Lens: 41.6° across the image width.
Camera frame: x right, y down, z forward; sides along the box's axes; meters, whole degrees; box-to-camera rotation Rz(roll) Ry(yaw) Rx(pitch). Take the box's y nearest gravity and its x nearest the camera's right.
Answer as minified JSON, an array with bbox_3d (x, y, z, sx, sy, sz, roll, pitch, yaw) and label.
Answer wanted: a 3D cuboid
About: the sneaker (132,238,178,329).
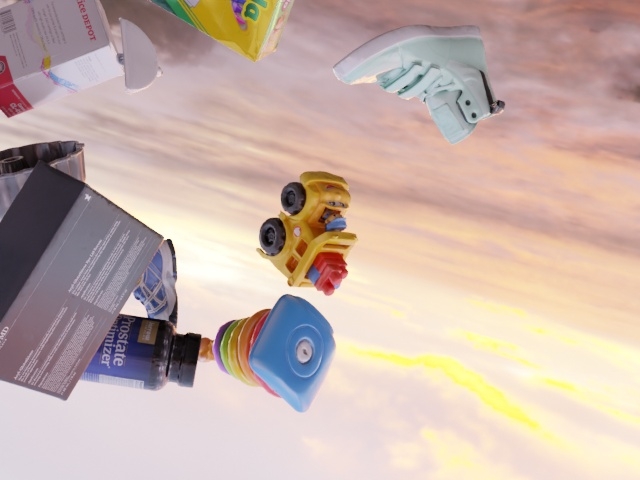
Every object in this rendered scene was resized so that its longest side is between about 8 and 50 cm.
[{"bbox_3d":[-0.303,0.098,1.537,0.081,0.211,0.080,-5,-161,-16],"label":"sneaker"}]

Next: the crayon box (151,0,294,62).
[{"bbox_3d":[-0.179,-0.591,1.661,0.313,0.363,0.106,32,-145,11],"label":"crayon box"}]

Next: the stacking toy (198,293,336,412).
[{"bbox_3d":[-0.133,0.201,1.544,0.302,0.166,0.175,-6,136,43],"label":"stacking toy"}]

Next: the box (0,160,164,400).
[{"bbox_3d":[-0.350,0.057,1.100,0.103,0.261,0.184,25,170,28],"label":"box"}]

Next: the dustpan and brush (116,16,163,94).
[{"bbox_3d":[-0.367,-0.365,1.738,0.060,0.147,0.211,-5,180,24],"label":"dustpan and brush"}]

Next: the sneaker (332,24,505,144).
[{"bbox_3d":[0.141,-0.199,1.113,0.256,0.151,0.094,-15,175,-35],"label":"sneaker"}]

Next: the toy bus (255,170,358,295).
[{"bbox_3d":[0.000,0.000,1.702,0.149,0.220,0.211,6,-145,-43],"label":"toy bus"}]

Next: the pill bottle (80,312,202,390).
[{"bbox_3d":[-0.316,0.187,1.424,0.219,0.123,0.123,9,180,-7],"label":"pill bottle"}]

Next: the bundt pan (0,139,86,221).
[{"bbox_3d":[-0.693,-0.128,1.933,0.331,0.124,0.331,-8,-160,3],"label":"bundt pan"}]

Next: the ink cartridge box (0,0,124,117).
[{"bbox_3d":[-0.647,-0.455,1.992,0.306,0.226,0.131,-21,157,-5],"label":"ink cartridge box"}]
